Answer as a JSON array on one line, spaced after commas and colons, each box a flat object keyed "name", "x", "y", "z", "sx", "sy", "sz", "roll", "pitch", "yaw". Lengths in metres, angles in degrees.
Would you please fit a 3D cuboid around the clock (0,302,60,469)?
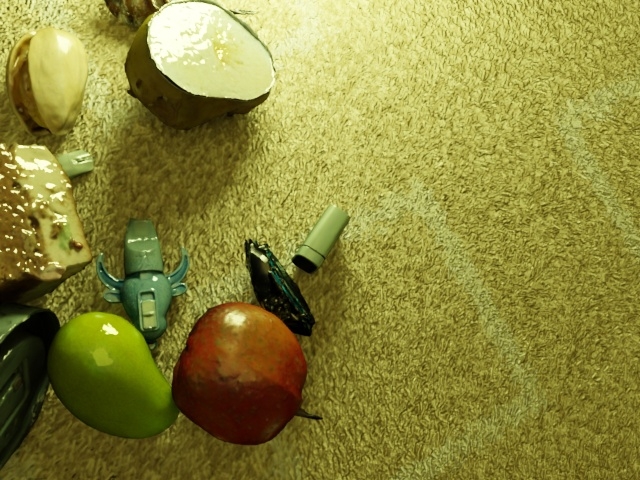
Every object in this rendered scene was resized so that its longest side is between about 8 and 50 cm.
[{"name": "clock", "x": -0.541, "y": 0.259, "z": 0.896, "sx": 0.067, "sy": 0.325, "sz": 0.325, "roll": 18, "pitch": 76, "yaw": -3}]

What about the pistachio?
[{"name": "pistachio", "x": -0.552, "y": -0.323, "z": 1.105, "sx": 0.157, "sy": 0.157, "sz": 0.229, "roll": 4, "pitch": 84, "yaw": -10}]

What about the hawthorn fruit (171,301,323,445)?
[{"name": "hawthorn fruit", "x": -0.120, "y": 0.259, "z": 1.022, "sx": 0.300, "sy": 0.254, "sz": 0.254, "roll": 27, "pitch": 75, "yaw": -9}]

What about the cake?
[{"name": "cake", "x": -0.594, "y": 0.001, "z": 0.933, "sx": 0.290, "sy": 0.282, "sz": 0.255, "roll": -11, "pitch": 80, "yaw": -48}]

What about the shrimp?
[{"name": "shrimp", "x": -0.305, "y": -0.538, "z": 1.204, "sx": 0.343, "sy": 0.116, "sz": 0.145, "roll": 3, "pitch": 93, "yaw": -11}]

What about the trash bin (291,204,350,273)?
[{"name": "trash bin", "x": 0.000, "y": 0.000, "z": 1.158, "sx": 0.059, "sy": 0.116, "sz": 0.130, "roll": 35, "pitch": 74, "yaw": -5}]

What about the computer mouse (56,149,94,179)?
[{"name": "computer mouse", "x": -0.524, "y": -0.154, "z": 1.128, "sx": 0.110, "sy": 0.032, "sz": 0.056, "roll": -27, "pitch": 86, "yaw": -15}]

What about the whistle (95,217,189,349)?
[{"name": "whistle", "x": -0.354, "y": 0.086, "z": 1.093, "sx": 0.180, "sy": 0.093, "sz": 0.269, "roll": -4, "pitch": 74, "yaw": -18}]

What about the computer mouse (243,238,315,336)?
[{"name": "computer mouse", "x": -0.094, "y": 0.102, "z": 1.117, "sx": 0.077, "sy": 0.146, "sz": 0.241, "roll": -32, "pitch": 84, "yaw": 1}]

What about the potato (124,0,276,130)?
[{"name": "potato", "x": -0.266, "y": -0.357, "z": 1.150, "sx": 0.300, "sy": 0.196, "sz": 0.246, "roll": -11, "pitch": 83, "yaw": -42}]

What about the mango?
[{"name": "mango", "x": -0.389, "y": 0.260, "z": 1.004, "sx": 0.185, "sy": 0.149, "sz": 0.273, "roll": -20, "pitch": 109, "yaw": 8}]
